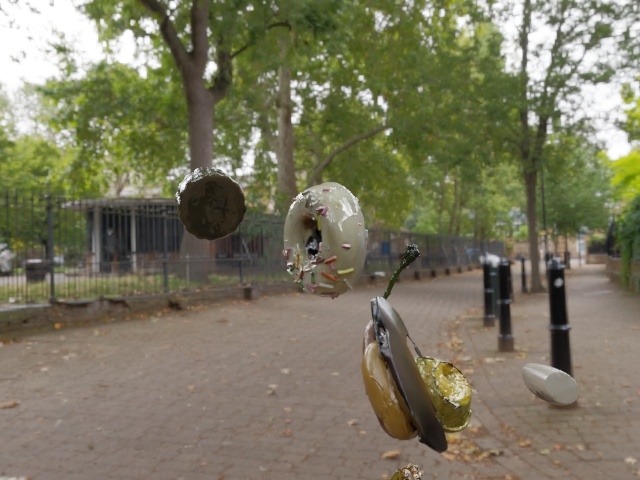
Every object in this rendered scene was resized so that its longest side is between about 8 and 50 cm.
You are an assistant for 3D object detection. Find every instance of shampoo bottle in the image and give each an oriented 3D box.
[{"bbox_3d":[0.560,0.354,1.470,0.127,0.078,0.257,38,-2,12],"label":"shampoo bottle"}]

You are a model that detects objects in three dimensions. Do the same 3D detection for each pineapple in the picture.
[{"bbox_3d":[0.241,0.707,1.731,0.135,0.080,0.233,-7,-31,-30],"label":"pineapple"}]

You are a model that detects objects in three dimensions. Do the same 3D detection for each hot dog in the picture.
[{"bbox_3d":[0.155,0.302,1.286,0.107,0.326,0.194,-29,-40,22],"label":"hot dog"}]

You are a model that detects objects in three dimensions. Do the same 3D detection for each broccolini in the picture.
[{"bbox_3d":[0.202,0.102,1.631,0.044,0.218,0.042,39,15,22],"label":"broccolini"}]

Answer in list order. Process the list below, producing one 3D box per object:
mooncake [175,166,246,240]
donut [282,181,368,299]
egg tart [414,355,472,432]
[{"bbox_3d":[-0.357,-0.120,1.909,0.228,0.229,0.124,-1,17,-27],"label":"mooncake"},{"bbox_3d":[0.000,0.000,1.913,0.142,0.383,0.382,0,-3,-32],"label":"donut"},{"bbox_3d":[0.299,0.366,1.460,0.212,0.213,0.090,0,-38,-45],"label":"egg tart"}]
